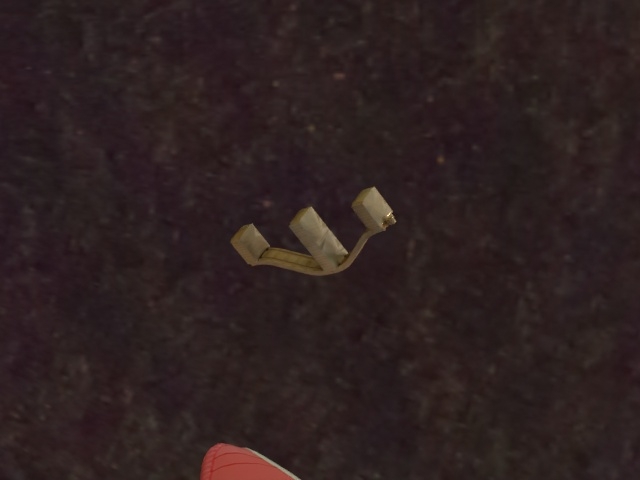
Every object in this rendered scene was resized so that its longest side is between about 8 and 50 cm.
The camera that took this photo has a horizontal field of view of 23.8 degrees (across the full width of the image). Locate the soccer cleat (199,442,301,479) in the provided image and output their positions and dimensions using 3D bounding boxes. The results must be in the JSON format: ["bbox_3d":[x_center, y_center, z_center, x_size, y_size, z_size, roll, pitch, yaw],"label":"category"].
[{"bbox_3d":[-0.101,0.186,0.391,0.318,0.116,0.108,-40,141,1],"label":"soccer cleat"}]

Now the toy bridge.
[{"bbox_3d":[0.000,0.000,1.359,0.063,0.188,0.026,53,51,-20],"label":"toy bridge"}]
